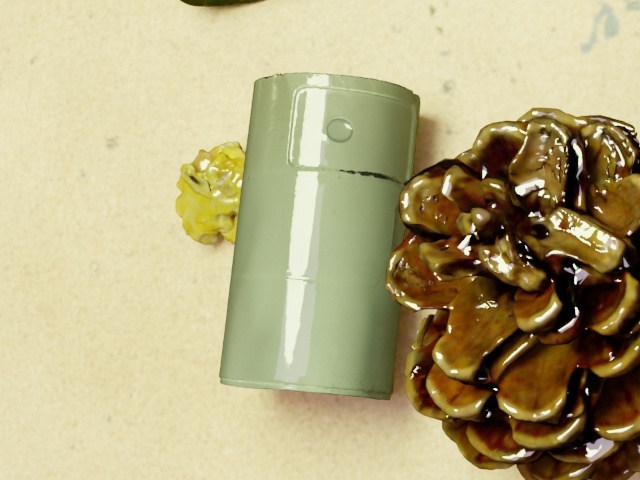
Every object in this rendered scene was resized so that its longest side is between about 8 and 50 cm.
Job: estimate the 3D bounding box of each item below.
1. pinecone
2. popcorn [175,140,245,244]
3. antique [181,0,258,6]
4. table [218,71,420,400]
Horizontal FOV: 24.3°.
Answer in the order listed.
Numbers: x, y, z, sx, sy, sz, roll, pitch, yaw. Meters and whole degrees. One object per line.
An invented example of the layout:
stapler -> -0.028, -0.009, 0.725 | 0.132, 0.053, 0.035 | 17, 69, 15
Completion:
pinecone -> 0.162, 0.029, 0.926 | 0.243, 0.257, 0.243 | -2, 56, 3
popcorn -> -0.072, -0.043, 1.150 | 0.084, 0.084, 0.084 | -3, 82, 24
antique -> -0.023, -0.246, 1.139 | 0.221, 0.080, 0.081 | -16, 76, 23
table -> 0.000, 0.000, 1.069 | 0.126, 0.126, 0.220 | 3, 84, 25
